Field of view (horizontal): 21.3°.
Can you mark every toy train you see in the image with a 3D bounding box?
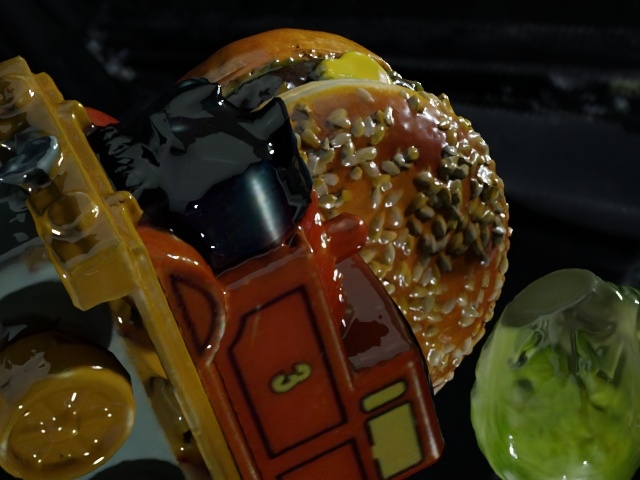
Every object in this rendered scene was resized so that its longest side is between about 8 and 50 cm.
[{"bbox_3d":[-0.068,0.063,0.904,0.231,0.369,0.163,-27,-133,-9],"label":"toy train"}]

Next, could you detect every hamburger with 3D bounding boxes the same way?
[{"bbox_3d":[0.000,0.000,1.230,0.291,0.291,0.225,-44,-144,-6],"label":"hamburger"}]

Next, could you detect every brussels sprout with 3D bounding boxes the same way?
[{"bbox_3d":[0.153,0.098,1.070,0.117,0.155,0.155,-6,-132,30],"label":"brussels sprout"}]
